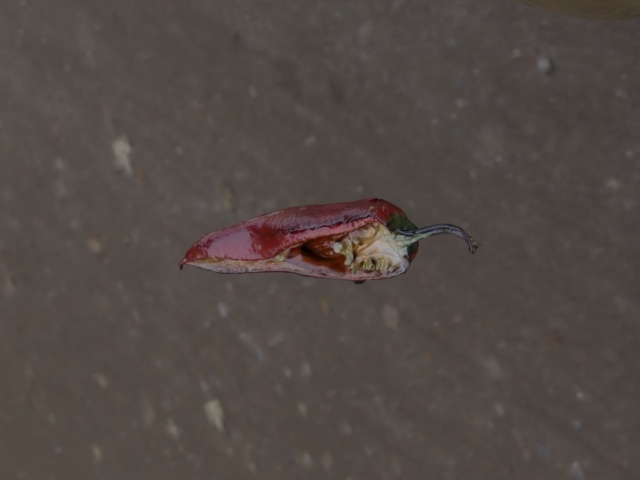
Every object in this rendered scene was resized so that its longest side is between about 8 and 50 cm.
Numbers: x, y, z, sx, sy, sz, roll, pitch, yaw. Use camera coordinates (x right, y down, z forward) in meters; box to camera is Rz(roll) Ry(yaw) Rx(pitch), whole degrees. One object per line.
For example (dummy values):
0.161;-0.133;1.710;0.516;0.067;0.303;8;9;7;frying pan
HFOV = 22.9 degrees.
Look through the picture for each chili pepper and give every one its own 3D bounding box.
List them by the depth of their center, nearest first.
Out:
0.000;0.000;1.114;0.268;0.050;0.059;-5;135;42;chili pepper

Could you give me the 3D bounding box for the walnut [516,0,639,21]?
0.078;-0.204;0.359;0.252;0.277;0.313;38;170;30;walnut
